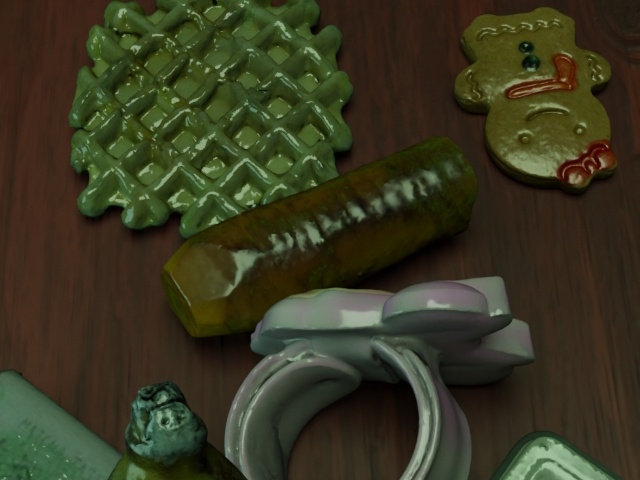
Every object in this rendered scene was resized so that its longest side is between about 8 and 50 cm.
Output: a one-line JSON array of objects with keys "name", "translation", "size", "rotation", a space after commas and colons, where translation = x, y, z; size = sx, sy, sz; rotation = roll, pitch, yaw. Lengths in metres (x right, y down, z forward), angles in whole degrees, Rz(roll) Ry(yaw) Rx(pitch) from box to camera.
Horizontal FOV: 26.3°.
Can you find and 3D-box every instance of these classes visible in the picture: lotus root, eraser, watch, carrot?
[{"name": "lotus root", "translation": [-0.103, 0.260, 1.074], "size": [0.158, 0.140, 0.322], "rotation": [-16, 100, -20]}, {"name": "eraser", "translation": [-0.241, 0.239, 1.186], "size": [0.227, 0.081, 0.174], "rotation": [34, 67, 20]}, {"name": "watch", "translation": [0.053, 0.159, 1.171], "size": [0.248, 0.211, 0.217], "rotation": [-4, 67, 20]}, {"name": "carrot", "translation": [0.000, 0.000, 1.294], "size": [0.302, 0.114, 0.114], "rotation": [-24, 63, -15]}]

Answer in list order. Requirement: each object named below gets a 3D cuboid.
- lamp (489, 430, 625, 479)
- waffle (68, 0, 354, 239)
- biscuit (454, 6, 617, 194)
[{"name": "lamp", "translation": [0.215, 0.329, 1.137], "size": [0.266, 0.047, 0.269], "rotation": [33, 68, 17]}, {"name": "waffle", "translation": [-0.112, -0.142, 1.404], "size": [0.292, 0.056, 0.309], "rotation": [0, 60, 3]}, {"name": "biscuit", "translation": [0.223, -0.146, 1.406], "size": [0.166, 0.036, 0.225], "rotation": [-6, 61, -3]}]
